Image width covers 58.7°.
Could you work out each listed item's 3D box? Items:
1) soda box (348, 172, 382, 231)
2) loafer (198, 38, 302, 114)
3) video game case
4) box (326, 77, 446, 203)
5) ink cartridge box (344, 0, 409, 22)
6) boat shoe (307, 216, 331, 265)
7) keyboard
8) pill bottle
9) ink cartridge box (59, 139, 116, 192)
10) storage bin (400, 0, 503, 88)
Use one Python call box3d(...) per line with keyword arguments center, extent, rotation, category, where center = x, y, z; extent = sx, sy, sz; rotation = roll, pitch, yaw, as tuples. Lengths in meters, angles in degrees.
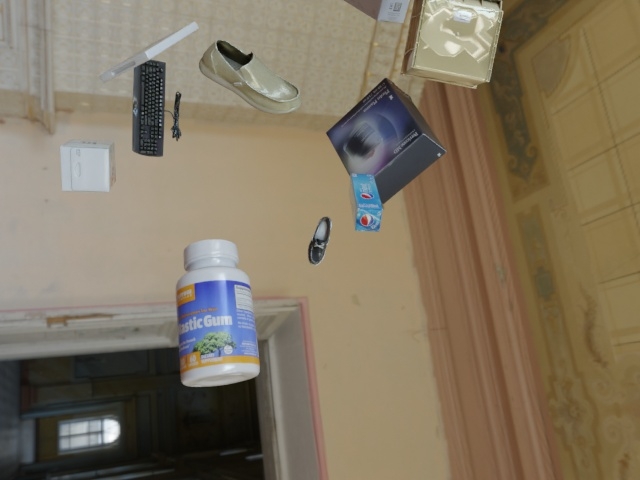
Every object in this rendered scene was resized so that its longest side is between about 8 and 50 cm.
box3d(center=(0.119, -0.107, 1.544), extent=(0.210, 0.067, 0.071), rotation=(-93, -174, -58), category="soda box")
box3d(center=(-0.165, -0.396, 1.376), extent=(0.092, 0.268, 0.102), rotation=(121, -8, -52), category="loafer")
box3d(center=(-0.467, -0.516, 1.553), extent=(0.206, 0.227, 0.026), rotation=(-9, -58, 36), category="video game case")
box3d(center=(0.222, -0.343, 1.975), extent=(0.296, 0.182, 0.294), rotation=(-40, -123, 23), category="box")
box3d(center=(0.206, -0.979, 2.066), extent=(0.309, 0.130, 0.272), rotation=(50, -42, 39), category="ink cartridge box")
box3d(center=(0.000, 0.000, 1.413), extent=(0.038, 0.046, 0.125), rotation=(123, -13, -80), category="boat shoe")
box3d(center=(-0.546, -0.444, 1.930), extent=(0.033, 0.201, 0.317), rotation=(11, -79, 36), category="keyboard")
box3d(center=(-0.210, 0.143, 1.135), extent=(0.152, 0.152, 0.272), rotation=(132, -48, -58), category="pill bottle")
box3d(center=(-0.657, -0.214, 1.616), extent=(0.176, 0.127, 0.128), rotation=(-129, -138, -69), category="ink cartridge box")
box3d(center=(0.417, -0.643, 1.809), extent=(0.123, 0.262, 0.260), rotation=(-126, -135, -80), category="storage bin")
